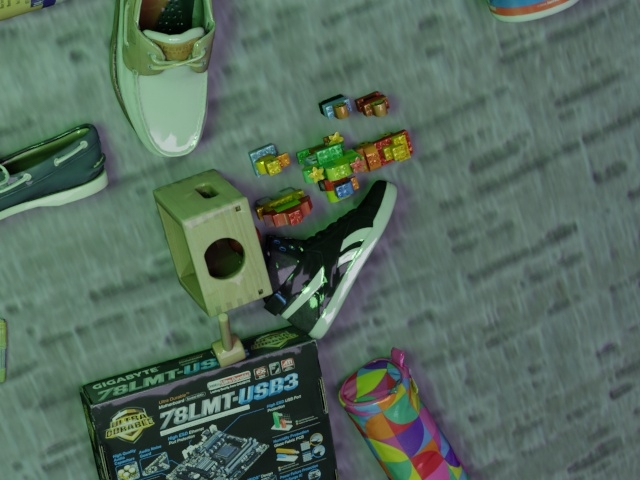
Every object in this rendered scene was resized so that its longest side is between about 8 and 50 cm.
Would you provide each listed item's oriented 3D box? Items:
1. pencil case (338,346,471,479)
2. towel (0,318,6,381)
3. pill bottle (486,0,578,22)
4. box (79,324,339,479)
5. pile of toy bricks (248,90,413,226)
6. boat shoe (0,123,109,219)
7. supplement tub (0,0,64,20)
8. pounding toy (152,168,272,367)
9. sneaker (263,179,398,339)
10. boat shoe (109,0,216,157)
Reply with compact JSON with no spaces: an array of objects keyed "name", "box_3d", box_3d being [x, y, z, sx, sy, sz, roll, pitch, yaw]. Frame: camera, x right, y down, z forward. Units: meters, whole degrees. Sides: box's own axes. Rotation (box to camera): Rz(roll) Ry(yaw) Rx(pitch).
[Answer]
[{"name":"pencil case","box_3d":[0.115,0.258,2.181,0.104,0.104,0.236,-33,118,-9]},{"name":"towel","box_3d":[-0.399,0.131,1.980,0.060,0.009,0.083,-5,110,-21]},{"name":"pill bottle","box_3d":[0.232,-0.381,1.994,0.124,0.124,0.221,-25,114,-12]},{"name":"box","box_3d":[-0.128,0.280,2.104,0.295,0.073,0.293,-17,112,-15]},{"name":"pile of toy bricks","box_3d":[0.019,-0.096,2.015,0.212,0.105,0.118,-23,114,-13]},{"name":"boat shoe","box_3d":[-0.360,-0.065,1.881,0.254,0.095,0.079,-17,115,-17]},{"name":"supplement tub","box_3d":[-0.428,-0.314,1.687,0.331,0.241,0.241,-20,114,-15]},{"name":"pounding toy","box_3d":[-0.104,0.043,1.971,0.094,0.181,0.206,-21,114,-14]},{"name":"sneaker","box_3d":[0.000,0.000,2.058,0.121,0.079,0.217,29,78,-5]},{"name":"boat shoe","box_3d":[-0.177,-0.229,1.893,0.113,0.103,0.302,-13,112,-17]}]
